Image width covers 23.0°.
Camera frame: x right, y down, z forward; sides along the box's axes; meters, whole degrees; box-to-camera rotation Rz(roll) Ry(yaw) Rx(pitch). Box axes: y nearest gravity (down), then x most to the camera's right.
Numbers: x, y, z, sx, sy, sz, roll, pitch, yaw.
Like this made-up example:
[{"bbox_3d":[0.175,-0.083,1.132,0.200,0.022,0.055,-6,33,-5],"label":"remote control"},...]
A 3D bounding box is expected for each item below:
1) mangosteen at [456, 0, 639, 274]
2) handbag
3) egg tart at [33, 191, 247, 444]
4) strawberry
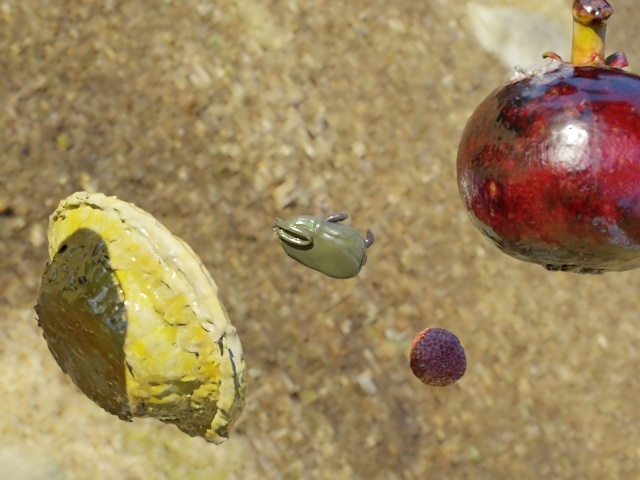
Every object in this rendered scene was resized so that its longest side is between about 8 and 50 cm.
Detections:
[{"bbox_3d":[0.244,-0.099,1.466,0.235,0.236,0.261,4,89,-60],"label":"mangosteen"},{"bbox_3d":[0.000,0.000,1.698,0.111,0.072,0.047,19,34,0],"label":"handbag"},{"bbox_3d":[-0.226,0.101,1.828,0.132,0.341,0.341,-36,91,-31],"label":"egg tart"},{"bbox_3d":[0.131,0.140,1.859,0.083,0.073,0.073,-13,69,-49],"label":"strawberry"}]
